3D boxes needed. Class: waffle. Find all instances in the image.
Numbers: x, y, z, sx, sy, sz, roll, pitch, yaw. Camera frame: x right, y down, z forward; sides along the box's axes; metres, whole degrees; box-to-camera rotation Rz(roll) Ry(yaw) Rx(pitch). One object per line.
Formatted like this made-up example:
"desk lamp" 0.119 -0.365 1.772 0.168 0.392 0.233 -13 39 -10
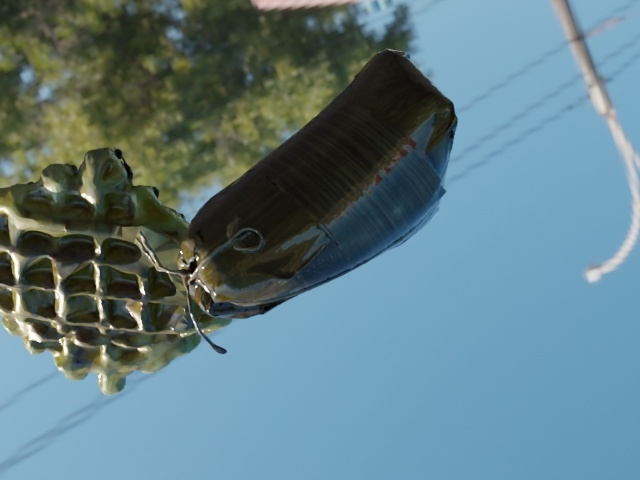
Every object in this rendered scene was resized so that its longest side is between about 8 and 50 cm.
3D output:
"waffle" -0.192 0.034 1.187 0.204 0.223 0.054 -30 -151 27

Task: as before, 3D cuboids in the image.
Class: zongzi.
"zongzi" 0.000 0.000 1.094 0.248 0.241 0.111 -39 -112 -11
